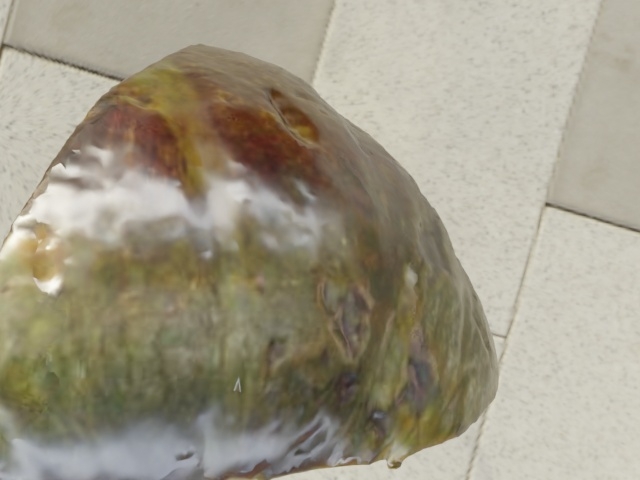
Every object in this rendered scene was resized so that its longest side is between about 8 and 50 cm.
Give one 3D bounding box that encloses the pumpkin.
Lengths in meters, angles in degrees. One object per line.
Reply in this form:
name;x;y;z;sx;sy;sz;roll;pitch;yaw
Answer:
pumpkin;0.000;0.000;0.450;0.169;0.312;0.148;10;110;13
